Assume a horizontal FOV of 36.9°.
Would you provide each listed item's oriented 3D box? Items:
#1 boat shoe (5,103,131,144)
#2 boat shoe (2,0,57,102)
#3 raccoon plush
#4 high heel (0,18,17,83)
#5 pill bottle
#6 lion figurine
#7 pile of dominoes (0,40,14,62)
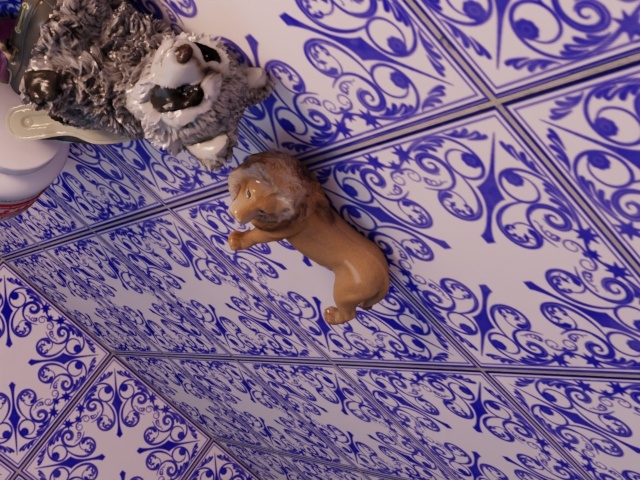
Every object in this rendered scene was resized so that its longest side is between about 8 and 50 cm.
[{"bbox_3d":[-0.413,-0.207,1.644,0.233,0.084,0.079,0,-173,1],"label":"boat shoe"},{"bbox_3d":[-0.452,-0.314,1.533,0.091,0.109,0.305,43,151,-11],"label":"boat shoe"},{"bbox_3d":[-0.234,-0.217,1.394,0.299,0.216,0.446,27,179,-5],"label":"raccoon plush"},{"bbox_3d":[-0.587,-0.377,1.684,0.082,0.117,0.244,12,-157,-46],"label":"high heel"},{"bbox_3d":[-0.617,-0.177,1.858,0.229,0.229,0.407,42,156,-14],"label":"pill bottle"},{"bbox_3d":[0.000,0.000,1.496,0.392,0.142,0.240,32,153,-26],"label":"lion figurine"},{"bbox_3d":[-0.551,-0.368,1.392,0.196,0.040,0.251,48,171,15],"label":"pile of dominoes"}]
